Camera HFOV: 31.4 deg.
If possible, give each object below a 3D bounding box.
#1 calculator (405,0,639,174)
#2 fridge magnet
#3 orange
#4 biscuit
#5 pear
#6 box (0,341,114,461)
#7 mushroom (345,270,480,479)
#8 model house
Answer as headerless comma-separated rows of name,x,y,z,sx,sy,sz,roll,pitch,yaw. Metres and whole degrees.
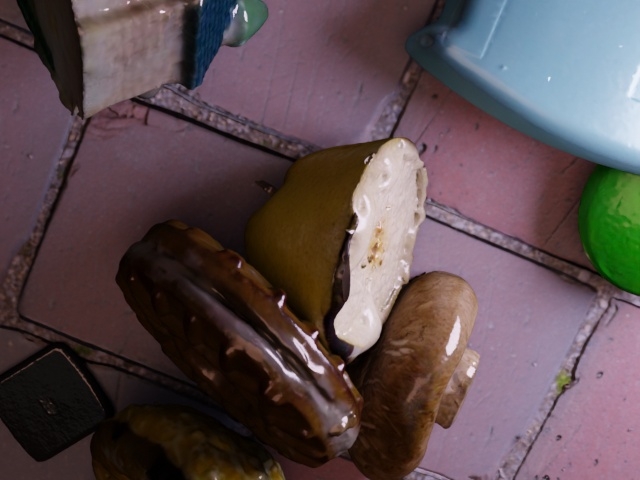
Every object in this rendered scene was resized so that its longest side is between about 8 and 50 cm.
calculator,0.306,-0.221,1.248,0.386,0.054,0.256,24,86,-6
fridge magnet,0.402,-0.032,1.322,0.208,0.088,0.208,0,108,0
orange,-0.151,0.342,1.354,0.271,0.210,0.368,39,134,29
biscuit,-0.092,0.115,1.256,0.332,0.332,0.103,47,73,-13
pear,0.001,-0.001,1.286,0.178,0.267,0.266,11,108,24
box,-0.336,0.201,1.422,0.125,0.027,0.126,-31,103,6
mushroom,0.106,0.182,1.353,0.156,0.151,0.285,19,106,-4
model house,-0.165,-0.307,1.159,0.284,0.243,0.298,-16,150,-20
